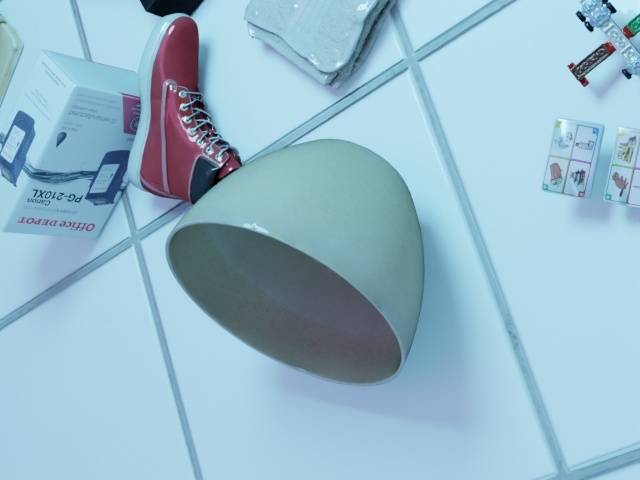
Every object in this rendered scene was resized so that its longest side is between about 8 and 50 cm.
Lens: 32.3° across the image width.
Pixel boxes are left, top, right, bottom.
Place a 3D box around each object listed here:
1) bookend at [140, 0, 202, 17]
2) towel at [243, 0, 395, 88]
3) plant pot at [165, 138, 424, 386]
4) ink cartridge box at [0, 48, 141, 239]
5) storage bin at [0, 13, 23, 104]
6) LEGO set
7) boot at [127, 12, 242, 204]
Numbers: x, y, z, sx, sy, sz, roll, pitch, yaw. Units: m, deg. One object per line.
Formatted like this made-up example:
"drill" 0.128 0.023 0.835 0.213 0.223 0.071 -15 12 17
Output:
"bookend" -0.196 -0.407 1.489 0.156 0.072 0.157 -45 60 25
"towel" 0.023 -0.341 1.328 0.187 0.049 0.282 38 109 33
"plant pot" 0.000 0.000 1.208 0.284 0.284 0.191 6 54 38
"ink cartridge box" -0.344 -0.124 1.518 0.100 0.172 0.237 45 113 32
"storage bin" -0.632 -0.253 1.698 0.123 0.262 0.260 38 109 36
"LEGO set" 0.331 -0.152 1.089 0.182 0.060 0.244 12 95 26
"boot" -0.156 -0.164 1.433 0.176 0.088 0.244 19 106 37
